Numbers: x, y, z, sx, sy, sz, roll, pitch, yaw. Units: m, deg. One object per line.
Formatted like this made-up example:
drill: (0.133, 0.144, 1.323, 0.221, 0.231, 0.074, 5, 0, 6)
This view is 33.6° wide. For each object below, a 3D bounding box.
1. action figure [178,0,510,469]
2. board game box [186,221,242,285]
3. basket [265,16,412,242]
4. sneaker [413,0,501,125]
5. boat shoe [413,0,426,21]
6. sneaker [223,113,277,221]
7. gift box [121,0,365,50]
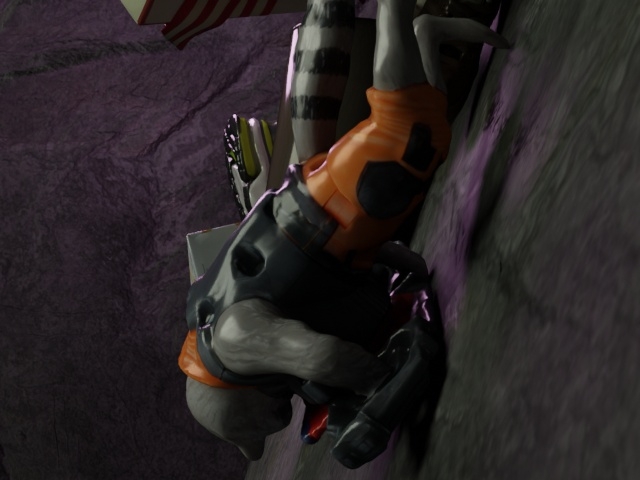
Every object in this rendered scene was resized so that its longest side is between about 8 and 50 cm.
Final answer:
action figure: (0.006, -0.013, 0.710, 0.330, 0.178, 0.341, -62, 4, 7)
board game box: (-0.074, 0.094, 1.285, 0.275, 0.142, 0.144, 103, 152, -67)
basket: (0.026, -0.072, 0.994, 0.204, 0.154, 0.227, 1, 77, 64)
sneaker: (0.103, -0.174, 0.821, 0.071, 0.066, 0.188, 109, -179, -67)
boat shoe: (0.147, -0.352, 1.095, 0.098, 0.109, 0.302, -13, 47, 41)
sneaker: (-0.010, -0.001, 1.112, 0.111, 0.121, 0.300, 129, 127, -73)
gift box: (-0.065, -0.317, 0.882, 0.255, 0.258, 0.276, -18, -28, -36)
